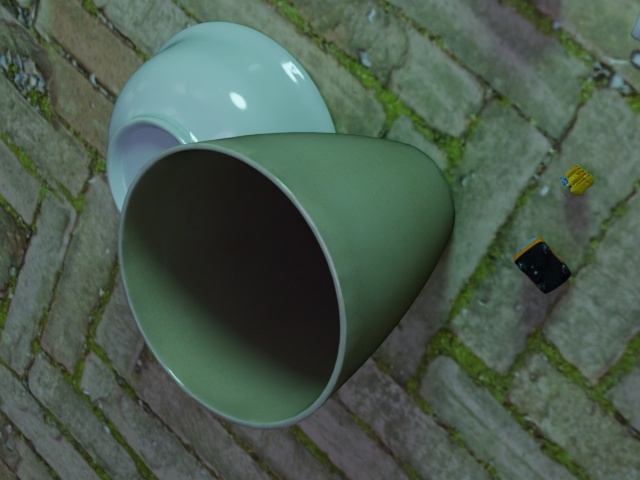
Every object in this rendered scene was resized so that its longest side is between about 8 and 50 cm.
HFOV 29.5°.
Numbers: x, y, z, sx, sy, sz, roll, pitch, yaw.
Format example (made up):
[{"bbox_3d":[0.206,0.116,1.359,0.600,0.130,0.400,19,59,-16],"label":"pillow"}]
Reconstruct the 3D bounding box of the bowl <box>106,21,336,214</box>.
[{"bbox_3d":[-0.133,-0.078,1.299,0.298,0.134,0.297,15,116,34],"label":"bowl"}]

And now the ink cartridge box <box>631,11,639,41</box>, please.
[{"bbox_3d":[0.389,-0.200,0.742,0.304,0.072,0.307,29,130,16],"label":"ink cartridge box"}]

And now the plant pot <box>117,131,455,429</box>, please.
[{"bbox_3d":[0.000,0.000,1.126,0.257,0.274,0.256,17,118,34],"label":"plant pot"}]

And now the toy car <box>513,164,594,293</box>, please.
[{"bbox_3d":[0.222,-0.012,1.114,0.122,0.060,0.040,-56,25,21],"label":"toy car"}]
